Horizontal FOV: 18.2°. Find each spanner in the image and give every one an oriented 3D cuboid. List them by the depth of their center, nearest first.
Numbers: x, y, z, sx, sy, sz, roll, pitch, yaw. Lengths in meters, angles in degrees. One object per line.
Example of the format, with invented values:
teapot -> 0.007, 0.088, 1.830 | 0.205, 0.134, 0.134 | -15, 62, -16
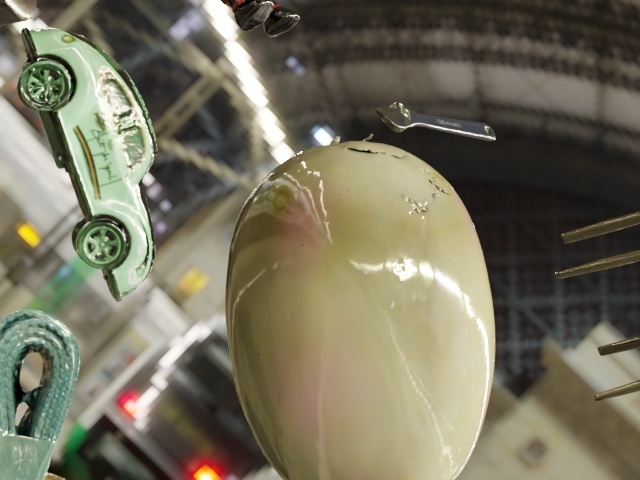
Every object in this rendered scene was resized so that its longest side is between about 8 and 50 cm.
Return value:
spanner -> 0.141, -0.140, 2.415 | 0.208, 0.012, 0.046 | 7, 46, -45

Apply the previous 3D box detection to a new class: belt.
belt -> -0.273, 0.205, 1.665 | 0.087, 0.302, 0.072 | 17, -11, -20

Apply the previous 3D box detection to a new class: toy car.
toy car -> -0.233, -0.092, 2.123 | 0.136, 0.125, 0.306 | -164, -127, -80

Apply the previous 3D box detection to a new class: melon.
melon -> 0.033, 0.069, 1.659 | 0.223, 0.223, 0.317 | 155, -70, -83

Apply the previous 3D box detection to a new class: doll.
doll -> -0.110, -0.315, 2.021 | 0.249, 0.088, 0.127 | 57, -4, 21

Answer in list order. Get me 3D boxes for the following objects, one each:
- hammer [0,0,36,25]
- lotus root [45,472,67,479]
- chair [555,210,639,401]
hammer -> -0.464, -0.145, 2.263 | 0.095, 0.242, 0.409 | 47, 38, -48
lotus root -> -0.265, 0.317, 1.989 | 0.257, 0.140, 0.154 | 41, 21, 6
chair -> 0.423, 0.053, 2.270 | 0.166, 0.272, 0.188 | -62, 135, -69
